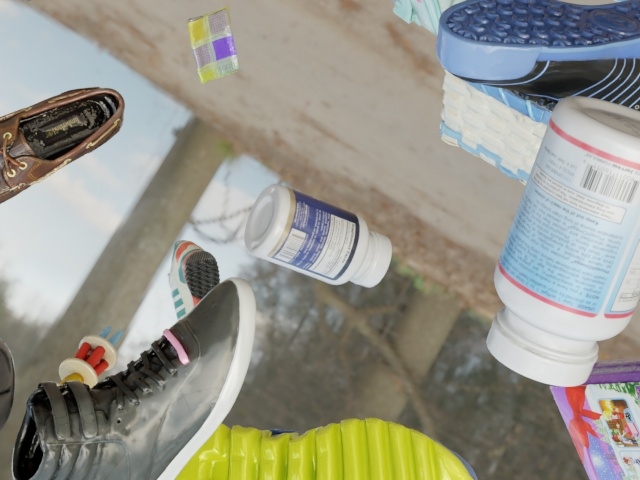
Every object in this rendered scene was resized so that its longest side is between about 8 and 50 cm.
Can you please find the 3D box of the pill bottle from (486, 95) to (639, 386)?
[{"bbox_3d":[0.155,0.002,0.803,0.087,0.160,0.087,16,-160,-6],"label":"pill bottle"}]

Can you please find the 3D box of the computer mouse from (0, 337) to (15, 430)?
[{"bbox_3d":[-0.340,0.156,1.285,0.072,0.188,0.272,2,-173,0],"label":"computer mouse"}]

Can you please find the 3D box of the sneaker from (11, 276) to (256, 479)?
[{"bbox_3d":[-0.182,0.147,1.272,0.147,0.295,0.104,26,-167,-35],"label":"sneaker"}]

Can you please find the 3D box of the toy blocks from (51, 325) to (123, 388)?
[{"bbox_3d":[-0.267,0.182,1.661,0.054,0.148,0.123,-22,110,33],"label":"toy blocks"}]

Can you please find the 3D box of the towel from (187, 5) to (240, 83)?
[{"bbox_3d":[-0.128,-0.235,1.625,0.009,0.060,0.083,23,128,51],"label":"towel"}]

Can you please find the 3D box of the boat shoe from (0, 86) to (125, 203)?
[{"bbox_3d":[-0.274,-0.086,1.237,0.073,0.207,0.073,59,160,-7],"label":"boat shoe"}]

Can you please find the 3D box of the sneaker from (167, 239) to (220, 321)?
[{"bbox_3d":[-0.162,0.073,1.725,0.075,0.057,0.161,40,139,52],"label":"sneaker"}]

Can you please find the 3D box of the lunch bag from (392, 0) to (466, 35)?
[{"bbox_3d":[0.153,-0.348,1.460,0.108,0.224,0.279,36,172,28],"label":"lunch bag"}]

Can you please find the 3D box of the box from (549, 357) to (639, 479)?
[{"bbox_3d":[0.361,0.251,1.298,0.201,0.057,0.293,-12,106,54],"label":"box"}]

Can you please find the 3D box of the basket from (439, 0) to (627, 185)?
[{"bbox_3d":[0.287,-0.231,1.775,0.255,0.201,0.289,35,136,19],"label":"basket"}]

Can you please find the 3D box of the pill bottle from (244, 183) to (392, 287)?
[{"bbox_3d":[0.000,0.000,1.662,0.169,0.094,0.094,21,172,-26],"label":"pill bottle"}]

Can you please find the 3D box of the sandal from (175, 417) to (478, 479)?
[{"bbox_3d":[0.011,0.244,1.373,0.318,0.126,0.138,5,167,20],"label":"sandal"}]

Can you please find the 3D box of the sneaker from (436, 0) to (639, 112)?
[{"bbox_3d":[0.172,-0.109,0.900,0.232,0.090,0.081,-5,-143,-28],"label":"sneaker"}]
